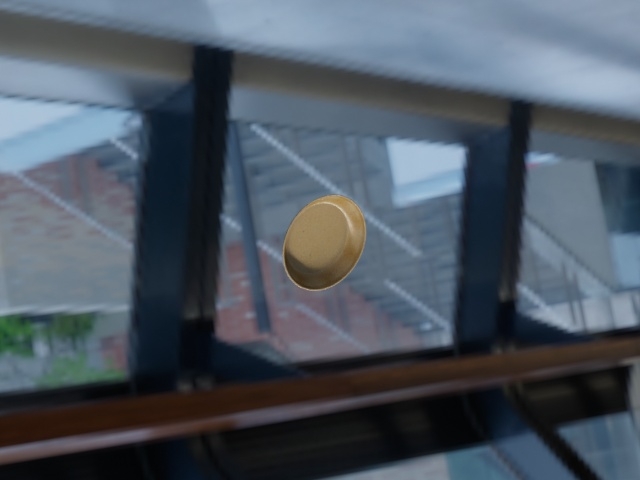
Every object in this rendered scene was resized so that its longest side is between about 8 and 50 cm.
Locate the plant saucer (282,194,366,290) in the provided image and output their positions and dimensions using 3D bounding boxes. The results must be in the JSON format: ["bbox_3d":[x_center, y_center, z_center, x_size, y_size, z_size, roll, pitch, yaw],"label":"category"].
[{"bbox_3d":[0.000,0.000,1.233,0.083,0.083,0.015,-4,-159,-36],"label":"plant saucer"}]
